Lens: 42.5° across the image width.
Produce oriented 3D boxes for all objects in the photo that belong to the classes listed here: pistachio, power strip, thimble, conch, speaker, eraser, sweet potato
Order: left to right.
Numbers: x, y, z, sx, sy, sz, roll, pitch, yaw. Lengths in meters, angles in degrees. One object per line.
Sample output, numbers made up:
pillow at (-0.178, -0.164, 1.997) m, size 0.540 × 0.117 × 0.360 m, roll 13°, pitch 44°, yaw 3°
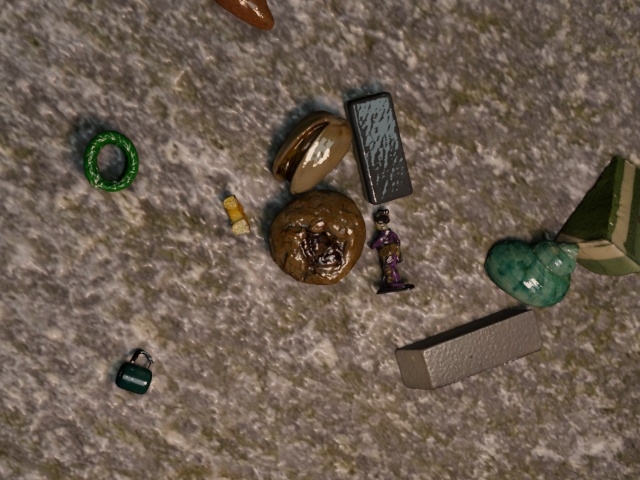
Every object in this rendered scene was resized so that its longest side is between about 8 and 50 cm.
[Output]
thimble at (-0.448, -0.168, 1.759) m, size 0.118 × 0.090 × 0.130 m, roll 27°, pitch 92°, yaw -17°
speaker at (-0.413, 0.296, 1.855) m, size 0.075 × 0.060 × 0.094 m, roll 22°, pitch 93°, yaw -16°
sweet potato at (-0.194, -0.543, 1.755) m, size 0.252 × 0.097 × 0.097 m, roll 41°, pitch 88°, yaw -14°
pistachio at (-0.017, -0.198, 1.845) m, size 0.206 × 0.131 × 0.129 m, roll -50°, pitch 63°, yaw 10°
power strip at (0.133, -0.217, 1.898) m, size 0.105 × 0.070 × 0.256 m, roll -16°, pitch 104°, yaw -12°
eraser at (0.366, 0.269, 2.025) m, size 0.353 × 0.077 × 0.111 m, roll -18°, pitch 100°, yaw -9°
conch at (0.530, 0.070, 1.999) m, size 0.202 × 0.134 × 0.196 m, roll -37°, pitch 106°, yaw -4°

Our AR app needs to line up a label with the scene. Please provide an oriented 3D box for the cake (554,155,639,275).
cake at (0.713, -0.056, 2.067) m, size 0.158 × 0.172 × 0.283 m, roll 35°, pitch 57°, yaw -22°

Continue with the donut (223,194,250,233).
donut at (-0.191, -0.058, 1.851) m, size 0.038 × 0.067 × 0.083 m, roll -20°, pitch 137°, yaw 8°

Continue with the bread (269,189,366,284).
bread at (0.000, 0.000, 1.861) m, size 0.230 × 0.123 × 0.230 m, roll -7°, pitch 110°, yaw -19°

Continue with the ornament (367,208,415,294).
ornament at (0.152, 0.029, 1.944) m, size 0.081 × 0.088 × 0.203 m, roll -17°, pitch 90°, yaw 14°
